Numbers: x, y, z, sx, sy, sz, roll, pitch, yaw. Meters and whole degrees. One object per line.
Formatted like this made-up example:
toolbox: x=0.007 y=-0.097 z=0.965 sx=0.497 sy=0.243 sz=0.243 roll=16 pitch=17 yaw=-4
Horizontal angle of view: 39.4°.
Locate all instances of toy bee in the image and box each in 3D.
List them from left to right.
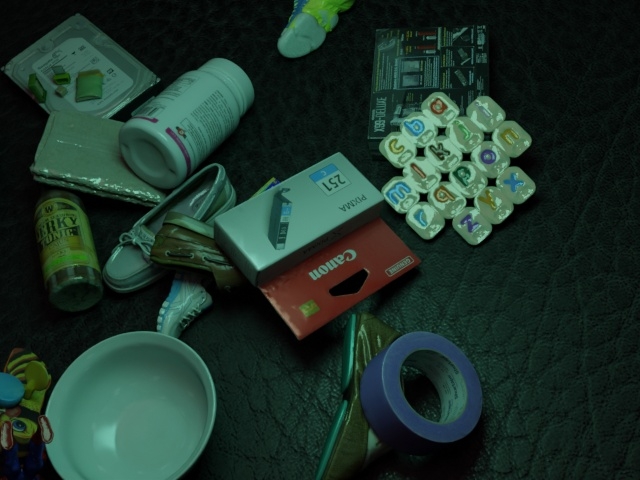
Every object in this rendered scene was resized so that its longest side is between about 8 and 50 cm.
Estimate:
toy bee: x=-0.533 y=0.319 z=1.555 sx=0.162 sy=0.195 sz=0.298 roll=30 pitch=45 yaw=-6

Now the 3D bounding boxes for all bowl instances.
bowl: x=-0.308 y=0.316 z=1.531 sx=0.298 sy=0.134 sz=0.297 roll=-4 pitch=58 yaw=7

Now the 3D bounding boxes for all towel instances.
towel: x=-0.441 y=-0.168 z=1.848 sx=0.282 sy=0.049 sz=0.187 roll=14 pitch=53 yaw=-9

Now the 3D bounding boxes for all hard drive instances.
hard drive: x=-0.543 y=-0.365 z=2.039 sx=0.237 sy=0.064 sz=0.339 roll=-41 pitch=60 yaw=-15

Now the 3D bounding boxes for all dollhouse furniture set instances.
dollhouse furniture set: x=-0.555 y=-0.347 z=1.957 sx=0.152 sy=0.058 sz=0.076 roll=-8 pitch=58 yaw=5

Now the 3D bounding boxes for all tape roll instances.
tape roll: x=0.165 y=0.251 z=1.465 sx=0.189 sy=0.080 sz=0.189 roll=13 pitch=57 yaw=-21

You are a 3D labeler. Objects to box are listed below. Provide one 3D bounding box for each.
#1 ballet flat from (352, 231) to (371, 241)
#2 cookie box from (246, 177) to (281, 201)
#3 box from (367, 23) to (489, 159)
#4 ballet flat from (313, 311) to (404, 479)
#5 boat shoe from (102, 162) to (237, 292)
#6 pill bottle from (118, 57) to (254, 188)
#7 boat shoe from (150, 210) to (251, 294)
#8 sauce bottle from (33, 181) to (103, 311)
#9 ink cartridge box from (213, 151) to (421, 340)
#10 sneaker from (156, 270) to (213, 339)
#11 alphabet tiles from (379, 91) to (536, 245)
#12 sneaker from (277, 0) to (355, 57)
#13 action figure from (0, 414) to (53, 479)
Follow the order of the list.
ballet flat: x=0.008 y=-0.015 z=1.716 sx=0.188 sy=0.070 sz=0.070 roll=24 pitch=65 yaw=14
cookie box: x=-0.086 y=-0.061 z=1.780 sx=0.107 sy=0.040 sz=0.092 roll=37 pitch=71 yaw=27
box: x=0.229 y=-0.310 z=1.856 sx=0.242 sy=0.076 sz=0.307 roll=-1 pitch=58 yaw=10
ballet flat: x=0.078 y=0.284 z=1.512 sx=0.124 sy=0.116 sz=0.342 roll=16 pitch=57 yaw=-3
boat shoe: x=-0.303 y=-0.027 z=1.761 sx=0.320 sy=0.103 sz=0.118 roll=-39 pitch=60 yaw=-15
pill bottle: x=-0.266 y=-0.247 z=1.832 sx=0.160 sy=0.160 sz=0.283 roll=22 pitch=49 yaw=22
boat shoe: x=-0.167 y=0.053 z=1.670 sx=0.307 sy=0.110 sz=0.104 roll=20 pitch=71 yaw=4
sauce bottle: x=-0.518 y=-0.020 z=1.792 sx=0.111 sy=0.111 sz=0.344 roll=-22 pitch=55 yaw=-4
ink cartridge box: x=0.000 y=0.000 z=1.616 sx=0.296 sy=0.066 sz=0.261 roll=-31 pitch=65 yaw=-26
sneaker: x=-0.248 y=0.125 z=1.680 sx=0.083 sy=0.071 sz=0.190 roll=10 pitch=61 yaw=9
alphabet tiles: x=0.261 y=-0.140 z=1.719 sx=0.284 sy=0.021 sz=0.278 roll=-44 pitch=77 yaw=1
sneaker: x=-0.029 y=-0.509 z=2.035 sx=0.240 sy=0.091 sz=0.126 roll=-44 pitch=43 yaw=-16
action figure: x=-0.478 y=0.405 z=1.436 sx=0.091 sy=0.280 sz=0.139 roll=-3 pitch=56 yaw=-23
